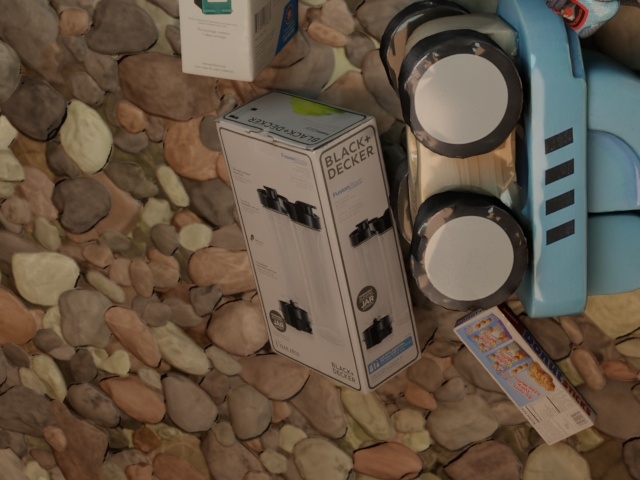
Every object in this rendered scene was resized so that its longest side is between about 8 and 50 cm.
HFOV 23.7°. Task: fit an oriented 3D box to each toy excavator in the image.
[{"bbox_3d":[0.293,-0.026,1.437,0.445,0.222,0.433,-5,107,-1],"label":"toy excavator"}]

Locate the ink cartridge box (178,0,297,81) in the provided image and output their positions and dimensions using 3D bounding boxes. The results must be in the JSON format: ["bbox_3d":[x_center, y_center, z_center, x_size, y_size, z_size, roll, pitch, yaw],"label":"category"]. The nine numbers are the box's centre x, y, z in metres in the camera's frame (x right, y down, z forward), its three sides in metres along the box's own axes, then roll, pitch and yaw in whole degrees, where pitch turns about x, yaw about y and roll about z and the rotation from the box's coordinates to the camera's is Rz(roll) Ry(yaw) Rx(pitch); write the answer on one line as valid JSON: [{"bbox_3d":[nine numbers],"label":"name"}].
[{"bbox_3d":[-0.079,-0.286,1.467,0.078,0.134,0.231,10,122,17],"label":"ink cartridge box"}]

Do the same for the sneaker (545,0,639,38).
[{"bbox_3d":[0.218,-0.237,1.281,0.261,0.104,0.125,9,86,-8],"label":"sneaker"}]

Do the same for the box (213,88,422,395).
[{"bbox_3d":[0.000,0.000,1.597,0.169,0.087,0.290,19,131,48],"label":"box"}]

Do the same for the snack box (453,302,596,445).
[{"bbox_3d":[0.225,0.146,1.679,0.064,0.022,0.178,-32,105,34],"label":"snack box"}]
